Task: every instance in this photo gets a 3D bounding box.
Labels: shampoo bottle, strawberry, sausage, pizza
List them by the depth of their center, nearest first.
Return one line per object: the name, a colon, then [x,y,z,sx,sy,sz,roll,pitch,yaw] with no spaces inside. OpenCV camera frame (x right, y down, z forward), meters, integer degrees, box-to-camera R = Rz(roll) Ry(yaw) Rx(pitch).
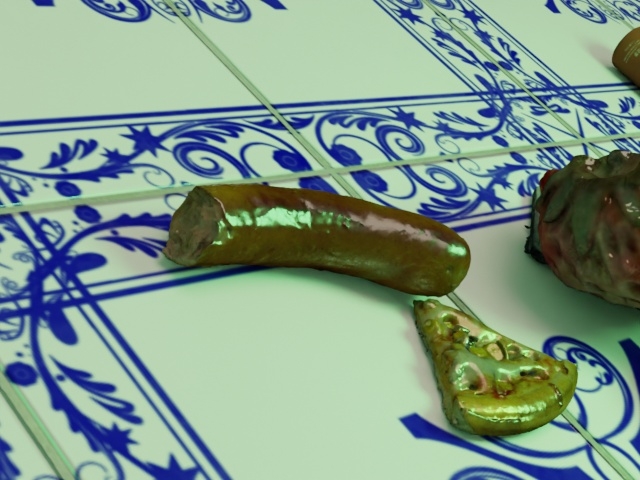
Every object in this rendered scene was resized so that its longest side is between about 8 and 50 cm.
sausage: [-0.001,-0.003,1.145,0.302,0.076,0.103,7,28,-29]
pizza: [0.156,0.106,1.155,0.185,0.036,0.176,-1,42,-39]
strawberry: [0.376,0.008,1.314,0.265,0.149,0.336,-1,-11,44]
shampoo bottle: [0.550,-0.226,1.900,0.085,0.085,0.244,-8,48,-44]

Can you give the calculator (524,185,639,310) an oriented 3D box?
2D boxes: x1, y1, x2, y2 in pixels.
calculator: [0.353,0.029,1.433,0.262,0.021,0.161,26,31,-5]
